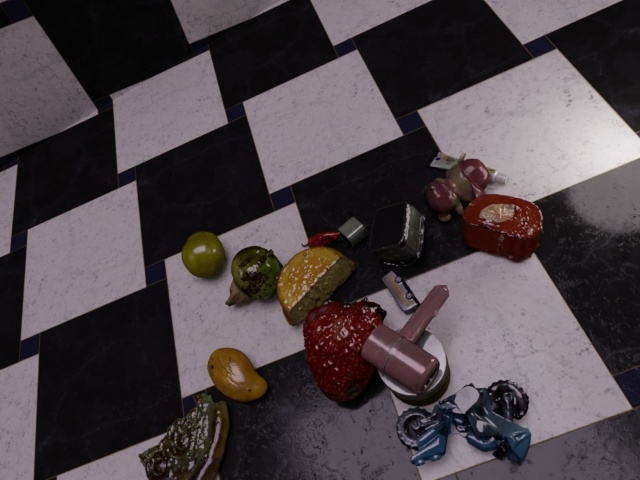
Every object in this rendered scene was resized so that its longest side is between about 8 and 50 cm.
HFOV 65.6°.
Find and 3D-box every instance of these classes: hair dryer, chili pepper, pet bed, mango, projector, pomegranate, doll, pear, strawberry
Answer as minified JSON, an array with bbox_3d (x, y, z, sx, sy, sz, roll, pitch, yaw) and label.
[{"bbox_3d":[0.311,0.274,1.523,0.210,0.125,0.352,30,68,30],"label":"hair dryer"},{"bbox_3d":[0.000,0.001,2.025,0.191,0.059,0.050,-19,34,31],"label":"chili pepper"},{"bbox_3d":[0.304,-0.021,1.891,0.183,0.159,0.211,-17,51,41],"label":"pet bed"},{"bbox_3d":[-0.313,0.494,1.831,0.262,0.109,0.157,28,70,28],"label":"mango"},{"bbox_3d":[0.130,-0.033,1.990,0.082,0.083,0.083,-40,56,-6],"label":"projector"},{"bbox_3d":[-0.280,0.145,1.958,0.276,0.204,0.222,-26,37,1],"label":"pomegranate"},{"bbox_3d":[0.529,-0.199,1.906,0.255,0.152,0.196,-34,100,9],"label":"doll"},{"bbox_3d":[-0.496,0.060,2.099,0.198,0.198,0.198,-9,59,15],"label":"pear"},{"bbox_3d":[0.072,0.352,1.677,0.291,0.292,0.310,1,48,20],"label":"strawberry"}]

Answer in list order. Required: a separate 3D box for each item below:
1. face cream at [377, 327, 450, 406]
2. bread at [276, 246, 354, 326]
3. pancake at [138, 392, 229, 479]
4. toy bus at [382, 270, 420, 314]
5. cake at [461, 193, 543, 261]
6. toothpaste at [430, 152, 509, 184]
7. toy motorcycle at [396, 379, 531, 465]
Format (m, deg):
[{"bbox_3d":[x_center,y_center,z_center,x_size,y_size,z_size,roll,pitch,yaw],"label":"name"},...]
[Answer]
[{"bbox_3d":[0.306,0.413,1.615,0.218,0.179,0.218,-9,59,15],"label":"face cream"},{"bbox_3d":[-0.050,0.144,1.884,0.340,0.194,0.179,-45,63,-5],"label":"bread"},{"bbox_3d":[-0.477,0.752,1.767,0.427,0.067,0.305,-47,56,-8],"label":"pancake"},{"bbox_3d":[0.295,0.191,1.822,0.072,0.057,0.172,-35,55,5],"label":"toy bus"},{"bbox_3d":[0.653,-0.054,1.784,0.282,0.151,0.177,18,57,27],"label":"cake"},{"bbox_3d":[0.596,-0.287,1.993,0.314,0.058,0.056,25,116,33],"label":"toothpaste"},{"bbox_3d":[0.443,0.568,1.482,0.416,0.172,0.232,-16,51,0],"label":"toy motorcycle"}]
